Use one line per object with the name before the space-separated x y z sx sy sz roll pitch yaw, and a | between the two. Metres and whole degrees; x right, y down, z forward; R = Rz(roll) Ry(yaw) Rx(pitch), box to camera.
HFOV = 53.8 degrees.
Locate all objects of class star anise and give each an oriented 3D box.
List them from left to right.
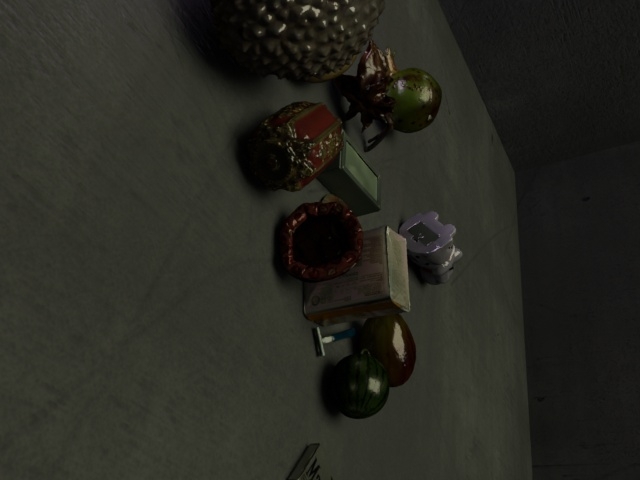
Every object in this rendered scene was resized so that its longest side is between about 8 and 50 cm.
star anise | 0.138 -0.401 1.840 0.148 0.237 0.346 -41 140 -30

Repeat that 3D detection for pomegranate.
pomegranate | 0.288 -0.503 2.120 0.231 0.231 0.285 14 55 -59

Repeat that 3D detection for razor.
razor | 0.047 0.232 1.529 0.191 0.037 0.068 1 76 -61

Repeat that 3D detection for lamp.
lamp | -0.050 -0.213 1.406 0.177 0.177 0.274 68 27 -16

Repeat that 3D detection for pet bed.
pet bed | 0.000 0.000 1.397 0.053 0.201 0.201 89 3 -62

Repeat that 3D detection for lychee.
lychee | -0.054 -0.531 1.339 0.432 0.380 0.380 -42 117 -36

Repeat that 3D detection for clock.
clock | 0.378 0.051 2.096 0.254 0.189 0.188 57 33 -43

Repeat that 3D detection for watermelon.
watermelon | 0.090 0.323 1.471 0.140 0.141 0.187 57 23 -33

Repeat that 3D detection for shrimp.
shrimp | 0.076 -0.041 1.688 0.251 0.052 0.143 29 50 -53

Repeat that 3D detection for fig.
fig | 0.166 0.238 1.614 0.170 0.146 0.274 -49 136 -58

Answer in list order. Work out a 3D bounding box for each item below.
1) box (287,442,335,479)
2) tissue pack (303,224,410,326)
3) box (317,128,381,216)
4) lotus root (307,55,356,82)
box | -0.004 0.528 1.309 0.115 0.036 0.177 -42 115 -59
tissue pack | 0.083 0.088 1.458 0.124 0.225 0.184 31 51 -52
box | 0.079 -0.180 1.717 0.225 0.086 0.129 42 44 -46
lotus root | 0.022 -0.523 1.690 0.342 0.152 0.169 -47 120 -54
